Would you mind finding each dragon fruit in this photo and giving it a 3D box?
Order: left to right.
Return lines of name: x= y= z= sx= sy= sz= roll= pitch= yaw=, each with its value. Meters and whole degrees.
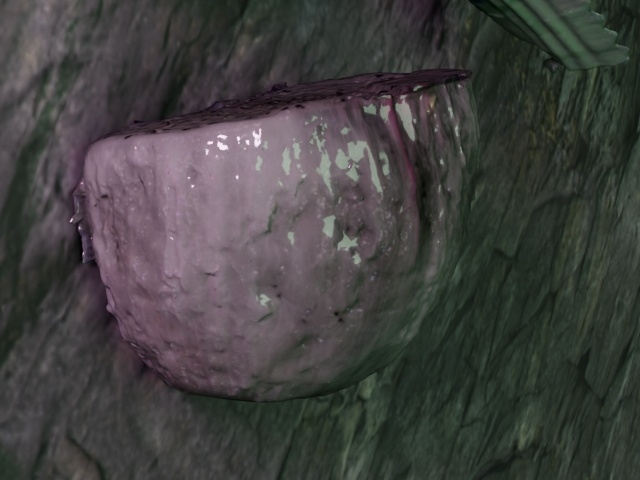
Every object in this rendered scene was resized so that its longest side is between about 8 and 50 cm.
dragon fruit: x=0.000 y=0.000 z=0.953 sx=0.283 sy=0.204 sz=0.221 roll=-19 pitch=109 yaw=-50

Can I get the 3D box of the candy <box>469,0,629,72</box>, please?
candy: x=0.149 y=-0.362 z=1.153 sx=0.263 sy=0.172 sz=0.398 roll=27 pitch=60 yaw=-55
